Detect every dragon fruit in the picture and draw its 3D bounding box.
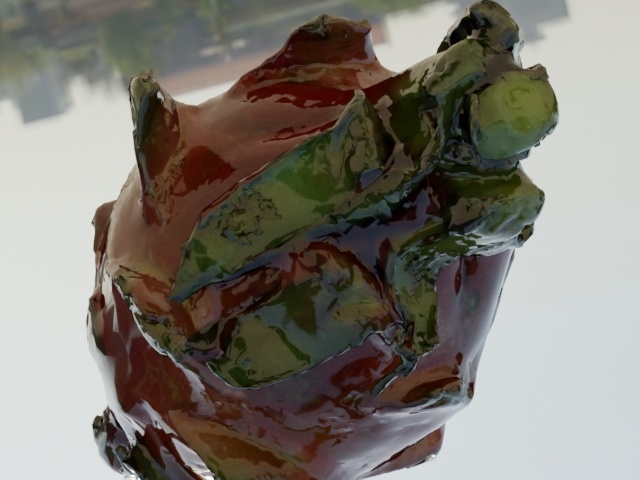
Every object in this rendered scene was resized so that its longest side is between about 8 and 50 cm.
[{"bbox_3d":[-0.008,0.017,0.712,0.200,0.198,0.269,-62,-169,-14],"label":"dragon fruit"}]
